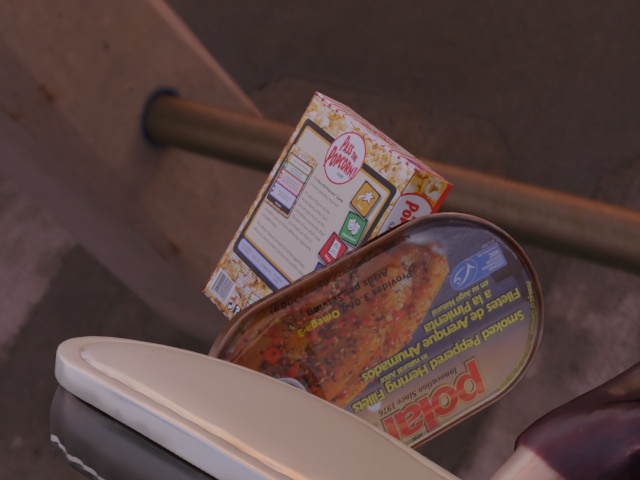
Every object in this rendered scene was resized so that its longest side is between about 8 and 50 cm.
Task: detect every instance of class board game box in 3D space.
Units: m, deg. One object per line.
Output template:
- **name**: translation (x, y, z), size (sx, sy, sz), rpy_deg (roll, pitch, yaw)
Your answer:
- **board game box**: translation (0.000, 0.000, 1.091), size (0.147, 0.045, 0.193), rpy_deg (43, 107, 45)

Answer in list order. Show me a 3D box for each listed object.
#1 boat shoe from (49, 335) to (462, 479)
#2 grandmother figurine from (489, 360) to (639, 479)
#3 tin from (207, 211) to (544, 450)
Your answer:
- **boat shoe**: translation (0.025, 0.131, 0.523), size (0.305, 0.109, 0.091), rpy_deg (25, 104, 7)
- **grandmother figurine**: translation (0.114, 0.042, 0.315), size (0.207, 0.104, 0.342), rpy_deg (-20, 11, 33)
- **tin**: translation (0.027, 0.059, 0.720), size (0.189, 0.040, 0.106), rpy_deg (-28, 92, -14)
